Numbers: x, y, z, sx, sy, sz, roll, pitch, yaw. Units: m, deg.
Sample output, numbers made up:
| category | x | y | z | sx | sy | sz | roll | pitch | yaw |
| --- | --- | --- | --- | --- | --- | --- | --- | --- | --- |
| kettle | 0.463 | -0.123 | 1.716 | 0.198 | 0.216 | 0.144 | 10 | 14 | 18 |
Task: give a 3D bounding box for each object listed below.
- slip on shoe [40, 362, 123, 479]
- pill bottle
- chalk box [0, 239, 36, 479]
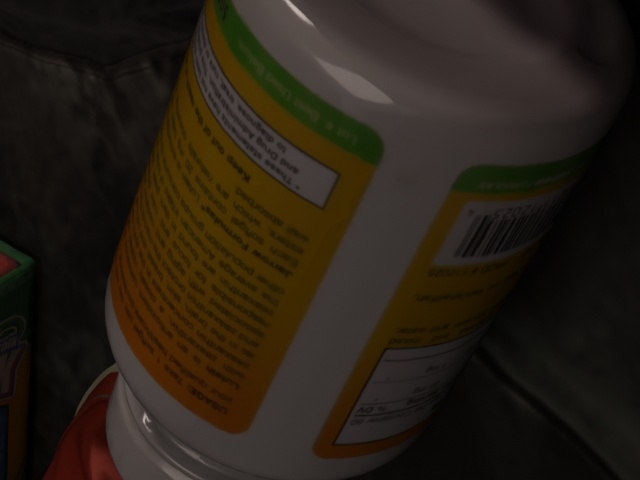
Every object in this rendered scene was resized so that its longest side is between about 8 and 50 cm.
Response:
| category | x | y | z | sx | sy | sz | roll | pitch | yaw |
| --- | --- | --- | --- | --- | --- | --- | --- | --- | --- |
| slip on shoe | -0.118 | 0.177 | 0.800 | 0.123 | 0.101 | 0.331 | 44 | 132 | 12 |
| pill bottle | 0.000 | 0.000 | 0.576 | 0.136 | 0.136 | 0.245 | 38 | 133 | 14 |
| chalk box | -0.267 | 0.071 | 0.802 | 0.180 | 0.179 | 0.289 | 29 | 129 | 23 |
